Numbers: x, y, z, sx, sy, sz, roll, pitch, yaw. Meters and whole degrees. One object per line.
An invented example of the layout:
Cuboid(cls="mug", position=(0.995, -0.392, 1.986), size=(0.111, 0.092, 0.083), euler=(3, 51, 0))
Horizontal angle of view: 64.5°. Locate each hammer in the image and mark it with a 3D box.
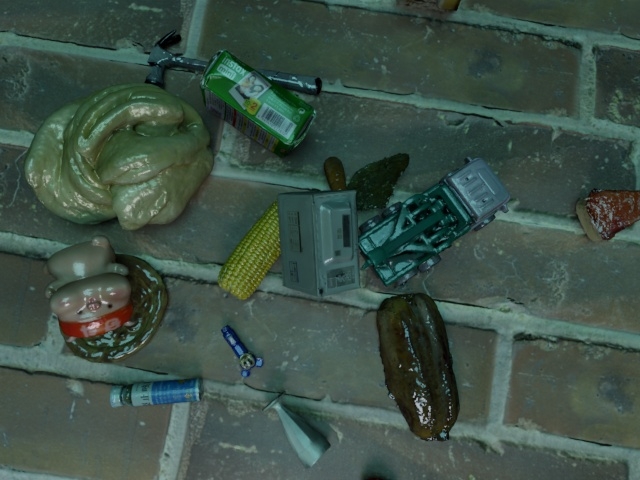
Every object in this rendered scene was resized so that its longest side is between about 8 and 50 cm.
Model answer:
Cuboid(cls="hammer", position=(-0.208, -0.404, 1.238), size=(0.426, 0.044, 0.152), euler=(12, 79, 0))

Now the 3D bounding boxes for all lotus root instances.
Cuboid(cls="lotus root", position=(0.219, 0.277, 1.109), size=(0.167, 0.078, 0.330), euler=(-14, 81, -2))

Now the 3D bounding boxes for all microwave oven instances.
Cuboid(cls="microwave oven", position=(0.000, 0.000, 1.075), size=(0.122, 0.162, 0.208), euler=(-9, 100, -35))

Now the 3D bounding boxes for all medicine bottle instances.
Cuboid(cls="medicine bottle", position=(-0.353, 0.331, 1.100), size=(0.191, 0.051, 0.051), euler=(-5, 80, -3))

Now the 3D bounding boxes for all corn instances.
Cuboid(cls="corn", position=(-0.135, 0.018, 1.138), size=(0.093, 0.093, 0.244), euler=(33, 81, 4))

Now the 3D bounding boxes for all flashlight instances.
Cuboid(cls="flashlight", position=(-0.180, 0.242, 1.127), size=(0.057, 0.035, 0.121), euler=(-36, 83, -6))

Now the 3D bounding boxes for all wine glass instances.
Cuboid(cls="wine glass", position=(-0.051, 0.401, 1.086), size=(0.073, 0.073, 0.155), euler=(-38, 81, -7))

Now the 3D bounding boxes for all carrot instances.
Cuboid(cls="carrot", position=(0.043, -0.112, 1.163), size=(0.047, 0.047, 0.191), euler=(-11, 61, -3))

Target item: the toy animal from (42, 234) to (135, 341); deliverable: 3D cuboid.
Cuboid(cls="toy animal", position=(-0.481, 0.105, 1.053), size=(0.171, 0.171, 0.198), euler=(-24, 75, -5))

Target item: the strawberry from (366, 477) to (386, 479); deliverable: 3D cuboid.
Cuboid(cls="strawberry", position=(0.124, 0.537, 1.074), size=(0.083, 0.073, 0.073), euler=(-2, 78, -38))

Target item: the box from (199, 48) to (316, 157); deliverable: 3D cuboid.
Cuboid(cls="box", position=(-0.144, -0.299, 1.133), size=(0.250, 0.180, 0.103), euler=(34, 83, -9))

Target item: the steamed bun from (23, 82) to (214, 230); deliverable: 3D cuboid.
Cuboid(cls="steamed bun", position=(-0.433, -0.188, 1.104), size=(0.372, 0.230, 0.325), euler=(9, 83, -2))

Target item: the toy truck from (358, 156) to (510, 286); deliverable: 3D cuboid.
Cuboid(cls="toy truck", position=(0.239, -0.034, 1.116), size=(0.363, 0.178, 0.177), euler=(-33, 82, -9))

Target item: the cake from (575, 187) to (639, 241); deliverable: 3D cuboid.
Cuboid(cls="cake", position=(0.699, -0.093, 1.177), size=(0.220, 0.086, 0.117), euler=(-30, 84, -5))

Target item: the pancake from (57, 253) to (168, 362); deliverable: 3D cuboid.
Cuboid(cls="pancake", position=(-0.474, 0.145, 1.140), size=(0.249, 0.031, 0.250), euler=(0, 80, -1))

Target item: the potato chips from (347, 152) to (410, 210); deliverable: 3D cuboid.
Cuboid(cls="potato chips", position=(0.125, -0.128, 1.176), size=(0.209, 0.026, 0.142), euler=(-28, 51, 5))

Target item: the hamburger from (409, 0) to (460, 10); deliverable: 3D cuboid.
Cuboid(cls="hamburger", position=(0.280, -0.708, 1.199), size=(0.186, 0.261, 0.303), euler=(17, 62, 6))
